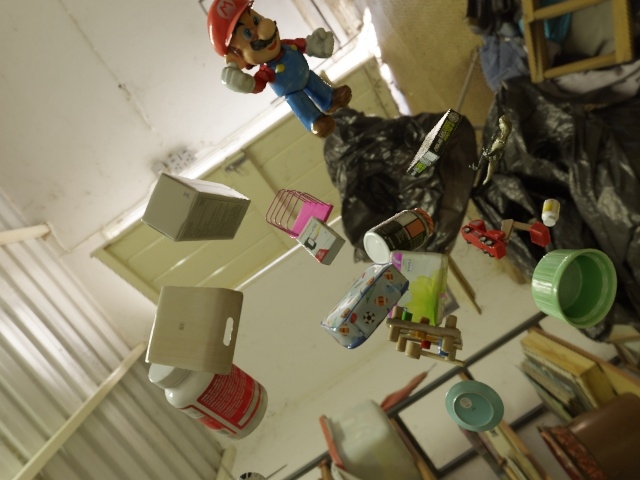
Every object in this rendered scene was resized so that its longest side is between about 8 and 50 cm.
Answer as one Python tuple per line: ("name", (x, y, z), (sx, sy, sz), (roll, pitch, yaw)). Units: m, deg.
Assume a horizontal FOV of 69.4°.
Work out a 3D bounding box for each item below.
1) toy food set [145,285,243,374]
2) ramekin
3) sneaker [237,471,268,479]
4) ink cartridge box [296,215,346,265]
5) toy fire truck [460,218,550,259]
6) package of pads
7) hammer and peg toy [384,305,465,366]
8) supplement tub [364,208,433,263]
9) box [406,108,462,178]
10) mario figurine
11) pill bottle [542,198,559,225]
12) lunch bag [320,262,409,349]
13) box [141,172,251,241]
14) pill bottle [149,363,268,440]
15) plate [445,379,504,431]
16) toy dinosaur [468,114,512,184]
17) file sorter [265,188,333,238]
("toy food set", (-0.353, 0.245, 1.289), (0.092, 0.306, 0.220), (31, -118, -54))
("ramekin", (0.974, 0.174, 1.793), (0.303, 0.303, 0.148), (55, 167, -17))
("sneaker", (-0.190, 0.934, 1.668), (0.094, 0.234, 0.153), (-65, -22, -53))
("ink cartridge box", (0.000, 0.000, 1.911), (0.072, 0.127, 0.175), (18, -161, -50))
("toy fire truck", (0.476, -0.017, 1.203), (0.047, 0.135, 0.192), (61, 171, -33))
("package of pads", (0.392, 0.192, 1.871), (0.101, 0.229, 0.297), (9, -95, -58))
("hammer and peg toy", (0.393, 0.353, 1.682), (0.361, 0.265, 0.127), (52, -131, -60))
("supplement tub", (0.379, -0.023, 2.206), (0.193, 0.316, 0.194), (40, 145, 36))
("box", (0.476, -0.402, 1.960), (0.060, 0.216, 0.270), (31, 166, -1))
("mario figurine", (-0.070, -0.341, 0.886), (0.320, 0.170, 0.198), (35, -144, -29))
("pill bottle", (0.671, -0.080, 1.348), (0.043, 0.043, 0.083), (54, -134, -27))
("lunch bag", (0.140, 0.197, 1.467), (0.115, 0.303, 0.243), (45, 167, -5))
("box", (-0.332, -0.086, 1.286), (0.121, 0.148, 0.311), (29, -173, 14))
("pill bottle", (-0.396, 0.523, 1.651), (0.408, 0.229, 0.229), (48, -174, -31))
("plate", (0.507, 0.553, 1.530), (0.188, 0.188, 0.024), (55, -153, 1))
("toy dinosaur", (0.580, -0.288, 1.580), (0.064, 0.118, 0.268), (46, 141, 36))
("file sorter", (-0.113, -0.123, 2.179), (0.182, 0.202, 0.290), (27, 176, -27))
